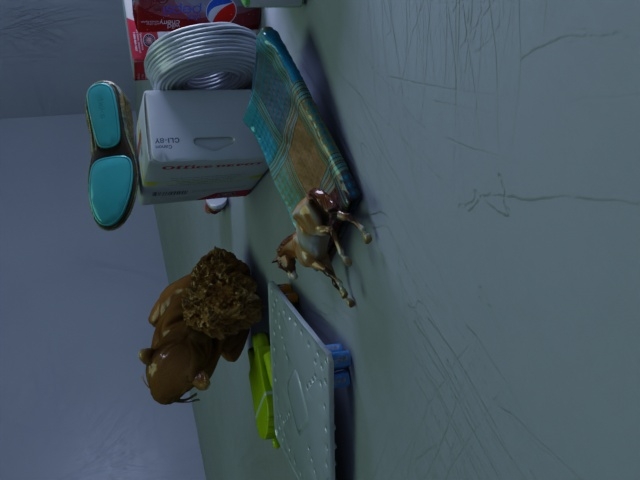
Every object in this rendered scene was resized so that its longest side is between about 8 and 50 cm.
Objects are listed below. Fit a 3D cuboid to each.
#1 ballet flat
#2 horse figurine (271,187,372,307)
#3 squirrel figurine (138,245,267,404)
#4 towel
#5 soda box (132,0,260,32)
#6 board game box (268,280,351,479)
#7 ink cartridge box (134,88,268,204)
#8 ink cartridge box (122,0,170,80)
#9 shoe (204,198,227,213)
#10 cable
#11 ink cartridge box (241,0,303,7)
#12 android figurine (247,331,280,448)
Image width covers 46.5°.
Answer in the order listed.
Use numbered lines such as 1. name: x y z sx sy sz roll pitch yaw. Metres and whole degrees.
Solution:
1. ballet flat: -0.473 -0.191 1.721 0.123 0.123 0.349 153 111 -71
2. horse figurine: 0.000 0.000 1.213 0.174 0.066 0.263 46 150 27
3. squirrel figurine: -0.318 0.220 1.903 0.397 0.281 0.370 -57 2 24
4. towel: -0.047 -0.158 1.330 0.370 0.040 0.271 65 157 22
5. soda box: -0.263 -0.501 1.580 0.083 0.263 0.092 -114 25 -44
6. board game box: -0.026 0.323 1.514 0.390 0.050 0.390 -139 45 -64
7. ink cartridge box: -0.273 -0.207 1.708 0.384 0.279 0.161 150 113 -70
8. ink cartridge box: -0.302 -0.484 1.700 0.114 0.272 0.197 138 124 -73
9. shoe: -0.312 -0.109 2.214 0.178 0.063 0.081 -118 26 -60
10. cable: -0.242 -0.365 1.581 0.257 0.257 0.089 -32 69 58
11. ink cartridge box: -0.110 -0.565 1.330 0.273 0.114 0.199 -116 26 -45
12. android figurine: -0.131 0.373 1.844 0.248 0.056 0.273 109 151 -52
